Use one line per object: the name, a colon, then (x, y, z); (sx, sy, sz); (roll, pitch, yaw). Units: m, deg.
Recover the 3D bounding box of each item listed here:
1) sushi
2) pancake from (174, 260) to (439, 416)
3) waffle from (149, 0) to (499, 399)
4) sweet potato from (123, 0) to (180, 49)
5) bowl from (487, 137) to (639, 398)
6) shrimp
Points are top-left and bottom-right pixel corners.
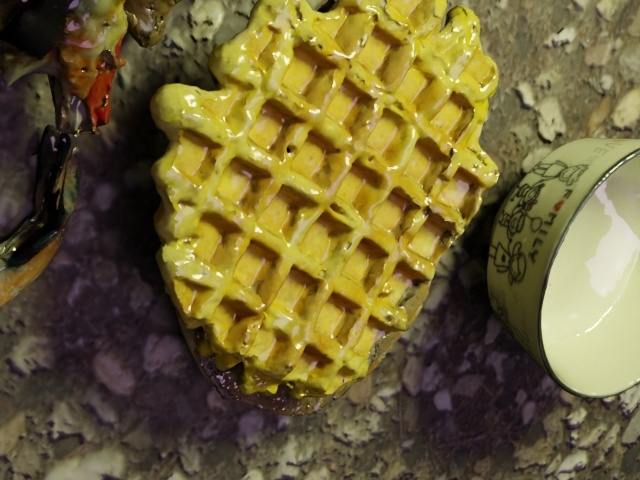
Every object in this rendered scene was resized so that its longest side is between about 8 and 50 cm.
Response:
sushi: (-0.159, -0.166, 0.759); (0.103, 0.097, 0.226); (-18, 117, -28)
pancake: (0.001, 0.001, 0.987); (0.282, 0.049, 0.283); (-14, 114, -34)
waffle: (0.015, -0.041, 0.914); (0.311, 0.060, 0.307); (-31, 124, -22)
sweet potato: (-0.046, -0.252, 0.819); (0.112, 0.085, 0.286); (33, 88, -46)
bowl: (0.238, 0.010, 1.126); (0.237, 0.126, 0.238); (-15, 117, -32)
shrimp: (-0.224, -0.045, 0.794); (0.152, 0.046, 0.219); (-29, 128, -24)
